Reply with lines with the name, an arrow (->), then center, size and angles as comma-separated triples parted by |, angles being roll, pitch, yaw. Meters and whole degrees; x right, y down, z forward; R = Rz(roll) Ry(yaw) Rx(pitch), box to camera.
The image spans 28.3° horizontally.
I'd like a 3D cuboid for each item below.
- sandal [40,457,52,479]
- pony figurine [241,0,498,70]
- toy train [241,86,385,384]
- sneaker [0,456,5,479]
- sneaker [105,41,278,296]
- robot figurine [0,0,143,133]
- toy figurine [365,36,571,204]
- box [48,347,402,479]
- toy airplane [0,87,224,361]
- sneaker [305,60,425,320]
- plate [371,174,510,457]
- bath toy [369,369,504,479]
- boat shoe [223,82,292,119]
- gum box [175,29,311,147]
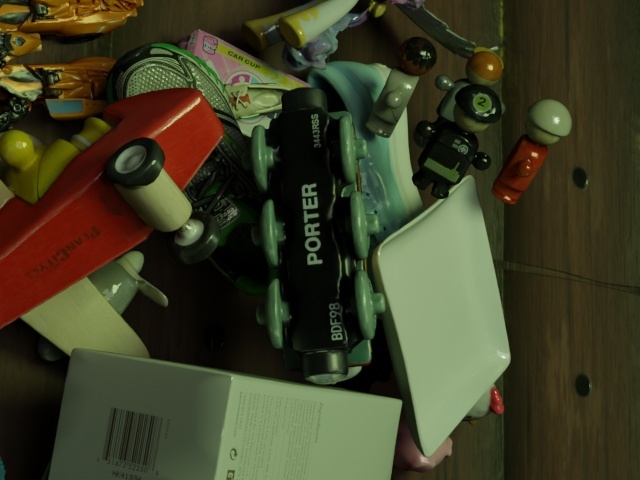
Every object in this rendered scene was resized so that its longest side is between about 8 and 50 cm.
sandal -> -0.334, 0.362, 1.330 | 0.086, 0.120, 0.302 | 19, 73, 14
pony figurine -> 0.060, -0.369, 1.659 | 0.363, 0.303, 0.351 | -36, 72, -23
toy train -> 0.000, 0.000, 1.432 | 0.142, 0.190, 0.333 | -7, 77, 6
sneaker -> -0.433, 0.202, 1.284 | 0.228, 0.092, 0.087 | 46, 22, -18
sneaker -> -0.126, -0.082, 1.488 | 0.134, 0.146, 0.343 | -34, 117, -1
robot figurine -> -0.337, -0.222, 1.453 | 0.291, 0.085, 0.211 | -10, 88, -37
toy figurine -> 0.184, -0.160, 1.605 | 0.213, 0.148, 0.209 | 4, 37, -38
box -> -0.093, 0.227, 1.383 | 0.345, 0.215, 0.168 | 18, 79, -56
toy airplane -> -0.321, -0.010, 1.341 | 0.384, 0.272, 0.386 | 2, 123, -29
sneaker -> 0.040, -0.067, 1.682 | 0.150, 0.135, 0.365 | 4, 67, -35
plate -> 0.148, 0.088, 1.599 | 0.277, 0.045, 0.278 | -36, 118, -52
bath toy -> 0.110, 0.256, 1.663 | 0.348, 0.129, 0.151 | -29, 137, -37
boat shoe -> -0.095, -0.172, 1.570 | 0.137, 0.043, 0.049 | -8, 89, -35
gum box -> -0.112, -0.181, 1.626 | 0.188, 0.062, 0.107 | 23, 68, -31
